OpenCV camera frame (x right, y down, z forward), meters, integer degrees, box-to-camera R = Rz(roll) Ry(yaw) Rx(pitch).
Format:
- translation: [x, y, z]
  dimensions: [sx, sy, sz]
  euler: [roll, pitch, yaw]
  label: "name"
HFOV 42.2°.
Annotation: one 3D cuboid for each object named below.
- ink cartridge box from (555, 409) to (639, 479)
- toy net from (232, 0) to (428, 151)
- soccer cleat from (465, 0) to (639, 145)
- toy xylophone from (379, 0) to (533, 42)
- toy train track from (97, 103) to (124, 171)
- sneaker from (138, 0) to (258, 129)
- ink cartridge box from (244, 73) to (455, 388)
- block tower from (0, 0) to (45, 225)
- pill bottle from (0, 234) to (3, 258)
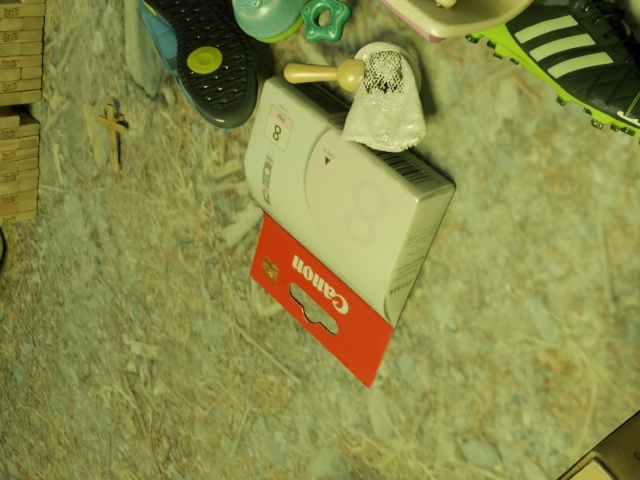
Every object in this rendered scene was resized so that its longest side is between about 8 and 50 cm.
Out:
- translation: [0.241, 0.185, 0.424]
  dimensions: [0.234, 0.193, 0.088]
  euler: [52, 135, 22]
  label: "ink cartridge box"
- translation: [0.020, -0.165, 0.662]
  dimensions: [0.122, 0.045, 0.232]
  euler: [-46, 69, 16]
  label: "toy net"
- translation: [0.165, -0.119, 0.506]
  dimensions: [0.179, 0.060, 0.072]
  euler: [43, 119, 29]
  label: "soccer cleat"
- translation: [0.143, -0.249, 0.436]
  dimensions: [0.236, 0.081, 0.322]
  euler: [38, 117, 31]
  label: "toy xylophone"
- translation: [-0.241, -0.122, 0.978]
  dimensions: [0.048, 0.014, 0.083]
  euler: [25, 127, 32]
  label: "toy train track"
- translation: [-0.108, -0.167, 0.770]
  dimensions: [0.209, 0.069, 0.082]
  euler: [59, 167, 31]
  label: "sneaker"
- translation: [0.000, 0.000, 0.728]
  dimensions: [0.189, 0.066, 0.232]
  euler: [41, 126, 30]
  label: "ink cartridge box"
- translation: [-0.434, -0.182, 1.106]
  dimensions: [0.091, 0.097, 0.335]
  euler: [37, 127, 32]
  label: "block tower"
- translation: [-0.587, 0.042, 1.310]
  dimensions: [0.146, 0.146, 0.264]
  euler: [54, 135, 19]
  label: "pill bottle"
